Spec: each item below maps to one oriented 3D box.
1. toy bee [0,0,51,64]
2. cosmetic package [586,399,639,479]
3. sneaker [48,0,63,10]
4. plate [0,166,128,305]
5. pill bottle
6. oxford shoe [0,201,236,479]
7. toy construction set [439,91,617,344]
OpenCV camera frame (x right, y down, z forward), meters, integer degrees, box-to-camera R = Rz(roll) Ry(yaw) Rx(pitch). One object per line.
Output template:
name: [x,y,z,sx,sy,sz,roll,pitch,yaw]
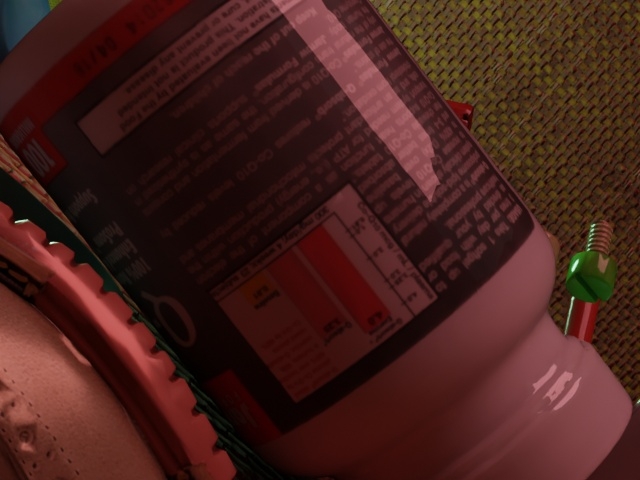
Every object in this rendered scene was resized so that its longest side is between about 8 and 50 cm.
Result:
toy bee: [-0.231,-0.173,0.989,0.195,0.162,0.298,-3,2,-4]
cosmetic package: [0.262,0.208,1.089,0.161,0.230,0.453,45,8,18]
sneaker: [-0.318,-0.264,1.475,0.208,0.081,0.094,34,15,-11]
plate: [-0.178,-0.008,0.835,0.188,0.024,0.188,42,6,-6]
pill bottle: [0.000,0.000,0.893,0.363,0.210,0.210,52,6,-3]
oxford shoe: [-0.160,0.035,0.392,0.397,0.140,0.146,46,37,-4]
toy construction set: [0.059,0.056,1.134,0.308,0.257,0.237,25,54,-10]
